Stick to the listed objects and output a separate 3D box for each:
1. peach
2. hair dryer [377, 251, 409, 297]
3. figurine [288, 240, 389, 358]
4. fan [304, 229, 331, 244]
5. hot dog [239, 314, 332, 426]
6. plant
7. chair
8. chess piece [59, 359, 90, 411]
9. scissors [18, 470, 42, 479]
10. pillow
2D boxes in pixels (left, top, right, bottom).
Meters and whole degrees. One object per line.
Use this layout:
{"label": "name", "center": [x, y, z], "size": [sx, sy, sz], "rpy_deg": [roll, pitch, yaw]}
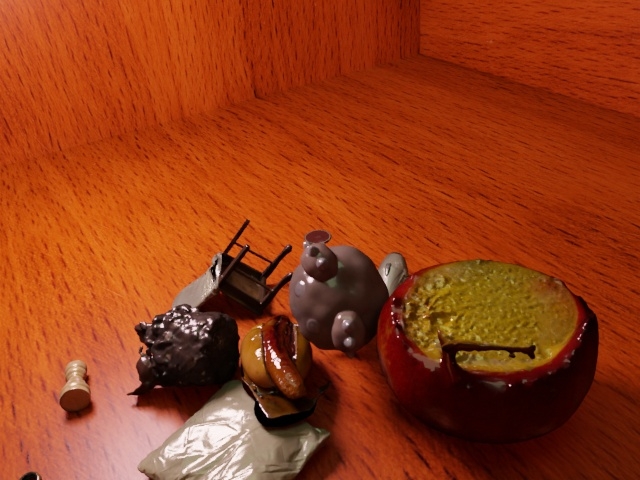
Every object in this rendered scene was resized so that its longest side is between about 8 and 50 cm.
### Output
{"label": "peach", "center": [0.312, 0.225, 1.106], "size": [0.407, 0.309, 0.335], "rpy_deg": [-4, 37, -9]}
{"label": "hair dryer", "center": [0.131, 0.135, 1.499], "size": [0.225, 0.088, 0.218], "rpy_deg": [-18, 36, 6]}
{"label": "figurine", "center": [0.046, 0.133, 1.273], "size": [0.203, 0.248, 0.380], "rpy_deg": [-19, -11, 2]}
{"label": "fan", "center": [0.000, 0.000, 1.779], "size": [0.085, 0.005, 0.133], "rpy_deg": [-16, 33, -16]}
{"label": "hot dog", "center": [-0.079, 0.250, 1.241], "size": [0.194, 0.107, 0.326], "rpy_deg": [-4, 21, -23]}
{"label": "plant", "center": [-0.306, 0.244, 1.297], "size": [0.234, 0.203, 0.178], "rpy_deg": [-5, -9, 25]}
{"label": "chair", "center": [-0.232, 0.119, 1.528], "size": [0.186, 0.319, 0.160], "rpy_deg": [32, 25, -24]}
{"label": "chess piece", "center": [-0.563, 0.329, 1.316], "size": [0.066, 0.066, 0.122], "rpy_deg": [-17, 29, -16]}
{"label": "scissors", "center": [-0.540, 0.519, 1.057], "size": [0.088, 0.017, 0.220], "rpy_deg": [-24, 37, -27]}
{"label": "pillow", "center": [-0.168, 0.405, 1.114], "size": [0.281, 0.076, 0.274], "rpy_deg": [19, 40, 35]}
